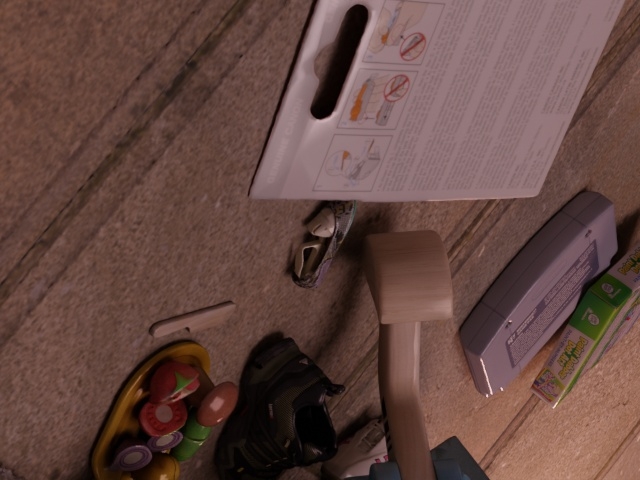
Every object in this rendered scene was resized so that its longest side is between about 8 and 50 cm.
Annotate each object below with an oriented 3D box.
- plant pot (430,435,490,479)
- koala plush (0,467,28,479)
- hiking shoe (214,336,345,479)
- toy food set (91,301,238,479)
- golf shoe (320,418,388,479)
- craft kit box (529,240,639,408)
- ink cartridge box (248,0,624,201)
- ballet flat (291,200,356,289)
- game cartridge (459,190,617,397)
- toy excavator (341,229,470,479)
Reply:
[{"bbox_3d":[0.149,0.459,1.886,0.248,0.252,0.247,-54,162,27],"label":"plant pot"},{"bbox_3d":[-0.239,0.315,1.284,0.221,0.203,0.196,30,65,-51],"label":"koala plush"},{"bbox_3d":[-0.042,0.220,1.531,0.086,0.114,0.227,-24,141,-42],"label":"hiking shoe"},{"bbox_3d":[-0.139,0.174,1.374,0.128,0.071,0.218,-5,126,-55],"label":"toy food set"},{"bbox_3d":[0.059,0.262,1.795,0.186,0.067,0.086,-17,131,-62],"label":"golf shoe"},{"bbox_3d":[0.446,0.110,2.170,0.246,0.061,0.250,-39,159,-41],"label":"craft kit box"},{"bbox_3d":[0.114,-0.187,1.385,0.385,0.091,0.308,-2,126,-36],"label":"ink cartridge box"},{"bbox_3d":[0.000,0.000,1.431,0.041,0.041,0.114,-7,127,-54],"label":"ballet flat"},{"bbox_3d":[0.307,0.072,1.973,0.294,0.060,0.196,-47,155,-13],"label":"game cartridge"},{"bbox_3d":[0.094,0.272,1.535,0.222,0.445,0.433,-5,142,-7],"label":"toy excavator"}]
